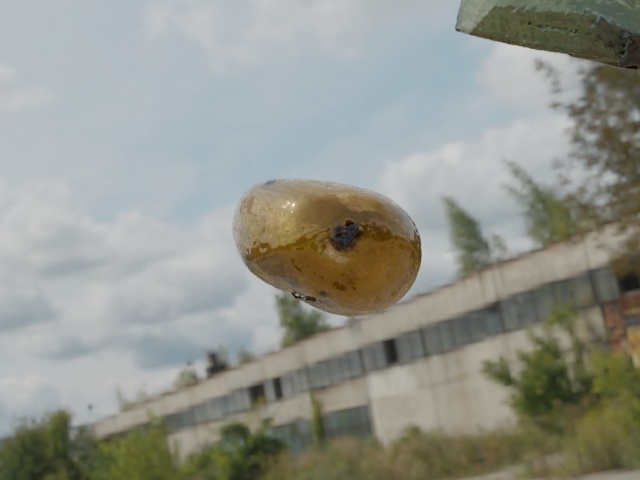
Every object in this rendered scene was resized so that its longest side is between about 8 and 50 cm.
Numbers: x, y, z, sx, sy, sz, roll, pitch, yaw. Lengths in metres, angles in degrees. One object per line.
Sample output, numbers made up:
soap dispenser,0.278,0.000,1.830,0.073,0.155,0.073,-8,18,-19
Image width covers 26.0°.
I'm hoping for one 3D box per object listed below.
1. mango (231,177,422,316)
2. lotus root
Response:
mango,-0.002,0.006,1.368,0.177,0.120,0.295,20,-5,-15
lotus root,0.197,-0.167,1.006,0.143,0.070,0.144,-5,21,-46
